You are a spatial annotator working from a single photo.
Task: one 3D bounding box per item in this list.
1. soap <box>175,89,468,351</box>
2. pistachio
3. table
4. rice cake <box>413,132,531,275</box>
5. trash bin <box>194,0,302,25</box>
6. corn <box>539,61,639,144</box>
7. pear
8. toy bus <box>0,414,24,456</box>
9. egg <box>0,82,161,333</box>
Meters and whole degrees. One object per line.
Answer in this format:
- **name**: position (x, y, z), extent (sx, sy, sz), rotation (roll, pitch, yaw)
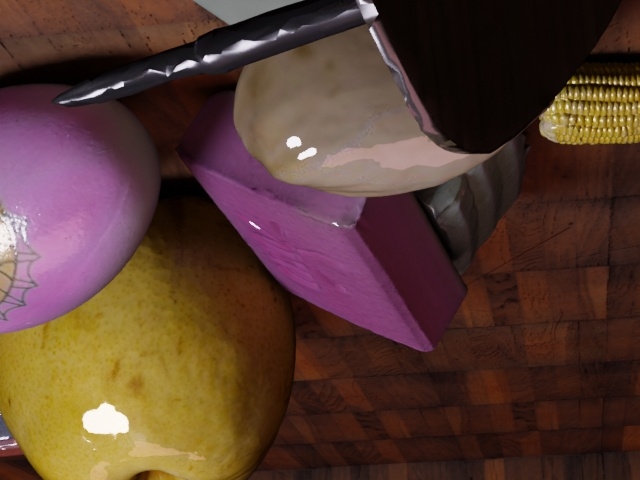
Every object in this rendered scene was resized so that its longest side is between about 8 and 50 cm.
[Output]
- **soap**: position (0.007, -0.013, 1.456), extent (0.181, 0.081, 0.259), rotation (24, 163, 28)
- **pistachio**: position (0.054, -0.108, 1.250), extent (0.238, 0.137, 0.153), rotation (-4, 128, 6)
- **table**: position (-0.004, -0.212, 0.796), extent (0.249, 0.317, 0.317), rotation (1, 169, 40)
- **rice cake**: position (0.135, -0.044, 1.515), extent (0.043, 0.127, 0.237), rotation (34, 172, 15)
- **trash bin**: position (-0.035, -0.183, 1.121), extent (0.116, 0.059, 0.130), rotation (-8, 163, 24)
- **corn**: position (0.257, -0.113, 1.376), extent (0.165, 0.063, 0.085), rotation (-5, 139, 4)
- **pear**: position (-0.163, 0.106, 1.637), extent (0.314, 0.314, 0.314), rotation (-2, 163, 0)
- **toy bus**: position (-0.324, 0.144, 1.925), extent (0.427, 0.203, 0.233), rotation (-6, 167, 6)
- **egg**: position (-0.242, -0.032, 1.383), extent (0.196, 0.196, 0.271), rotation (15, 137, -44)
